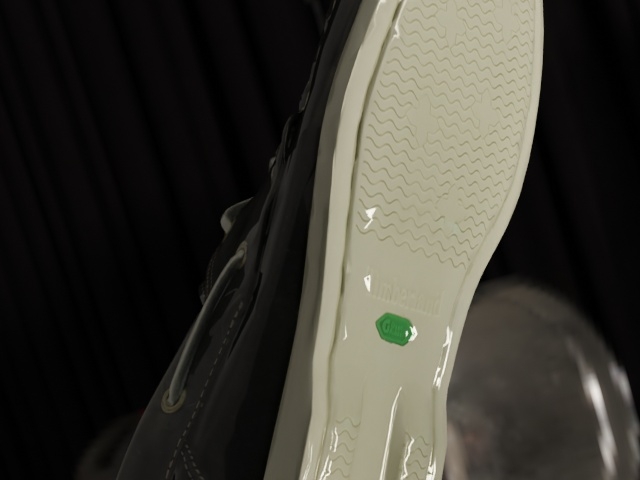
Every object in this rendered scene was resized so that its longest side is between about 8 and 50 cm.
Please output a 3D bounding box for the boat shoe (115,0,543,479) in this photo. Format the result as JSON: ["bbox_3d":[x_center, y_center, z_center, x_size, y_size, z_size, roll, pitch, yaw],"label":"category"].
[{"bbox_3d":[0.000,0.000,0.537,0.079,0.233,0.084,4,162,40],"label":"boat shoe"}]
